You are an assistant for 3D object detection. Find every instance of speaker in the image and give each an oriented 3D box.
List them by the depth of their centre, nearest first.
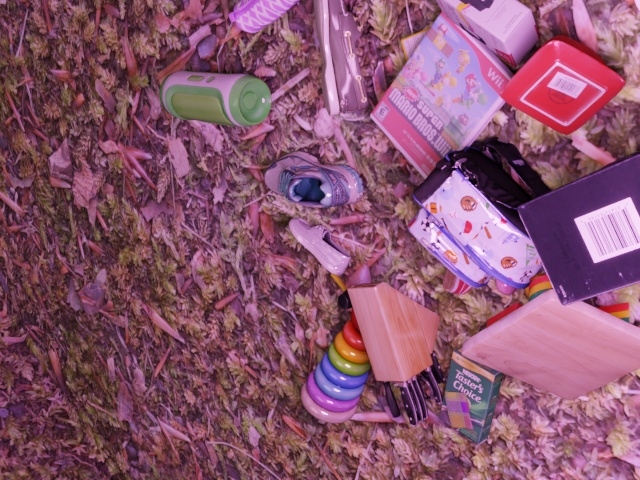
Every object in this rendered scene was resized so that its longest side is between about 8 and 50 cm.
[{"bbox_3d":[-0.254,-0.341,2.332,0.296,0.131,0.131,13,115,43],"label":"speaker"}]

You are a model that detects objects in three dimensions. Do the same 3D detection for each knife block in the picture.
[{"bbox_3d":[0.153,0.243,2.036,0.088,0.275,0.242,-8,58,48],"label":"knife block"}]

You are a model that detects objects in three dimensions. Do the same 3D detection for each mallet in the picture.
[{"bbox_3d":[0.041,0.081,2.260,0.190,0.062,0.039,59,138,34],"label":"mallet"}]

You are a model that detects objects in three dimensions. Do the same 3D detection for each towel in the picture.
[{"bbox_3d":[0.290,0.357,2.053,0.060,0.009,0.083,-7,100,49],"label":"towel"}]

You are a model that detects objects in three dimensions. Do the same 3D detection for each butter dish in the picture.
[{"bbox_3d":[0.411,-0.285,1.661,0.160,0.118,0.160,26,140,-15],"label":"butter dish"}]

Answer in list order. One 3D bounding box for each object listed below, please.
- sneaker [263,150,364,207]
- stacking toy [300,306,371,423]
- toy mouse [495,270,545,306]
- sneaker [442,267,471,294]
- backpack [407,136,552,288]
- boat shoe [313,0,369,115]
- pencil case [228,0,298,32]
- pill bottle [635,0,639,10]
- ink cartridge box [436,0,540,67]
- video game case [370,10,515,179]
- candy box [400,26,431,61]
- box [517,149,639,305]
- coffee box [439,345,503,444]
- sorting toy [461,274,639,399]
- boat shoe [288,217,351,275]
[{"bbox_3d":[-0.043,-0.133,2.191,0.283,0.122,0.110,10,112,44],"label":"sneaker"},{"bbox_3d":[0.070,0.263,2.229,0.141,0.141,0.330,43,128,27],"label":"stacking toy"},{"bbox_3d":[0.370,0.056,1.894,0.143,0.031,0.161,49,135,22],"label":"toy mouse"},{"bbox_3d":[0.290,0.053,1.980,0.042,0.067,0.118,17,87,45],"label":"sneaker"},{"bbox_3d":[0.304,-0.032,1.758,0.263,0.276,0.213,40,118,13],"label":"backpack"},{"bbox_3d":[0.042,-0.414,2.015,0.109,0.091,0.305,-123,26,-76],"label":"boat shoe"},{"bbox_3d":[-0.109,-0.529,2.132,0.206,0.088,0.086,-29,84,49],"label":"pencil case"},{"bbox_3d":[0.543,-0.371,1.401,0.121,0.216,0.121,20,120,40],"label":"pill bottle"},{"bbox_3d":[0.289,-0.397,1.712,0.175,0.127,0.072,42,95,23],"label":"ink cartridge box"},{"bbox_3d":[0.231,-0.270,1.877,0.204,0.025,0.285,51,132,17],"label":"video game case"},{"bbox_3d":[0.229,-0.309,1.903,0.105,0.027,0.206,-12,96,44],"label":"candy box"},{"bbox_3d":[0.523,-0.057,1.488,0.296,0.294,0.183,-26,88,49],"label":"box"},{"bbox_3d":[0.315,0.324,2.052,0.113,0.040,0.184,31,126,35],"label":"coffee box"},{"bbox_3d":[0.430,0.164,1.737,0.255,0.257,0.089,-43,30,49],"label":"sorting toy"},{"bbox_3d":[0.000,0.000,2.249,0.184,0.066,0.063,49,114,31],"label":"boat shoe"}]
